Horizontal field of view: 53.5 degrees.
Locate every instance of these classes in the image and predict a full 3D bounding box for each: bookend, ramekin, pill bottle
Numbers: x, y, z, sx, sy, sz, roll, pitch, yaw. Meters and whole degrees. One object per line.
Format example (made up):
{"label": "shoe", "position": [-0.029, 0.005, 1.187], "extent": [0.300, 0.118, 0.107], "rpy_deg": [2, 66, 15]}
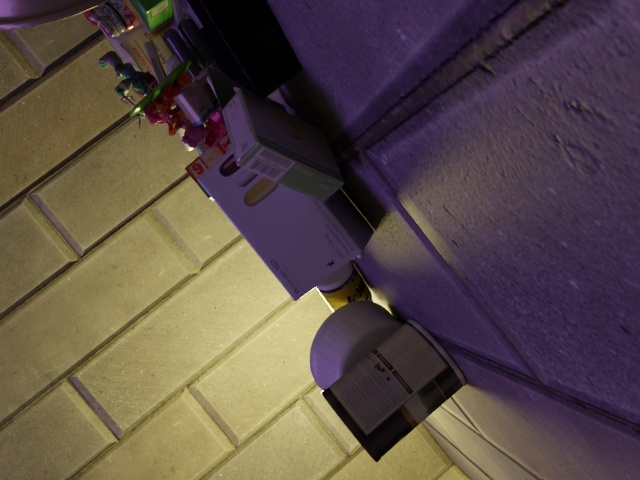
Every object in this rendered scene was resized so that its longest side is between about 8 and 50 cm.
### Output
{"label": "bookend", "position": [-0.120, -0.294, 0.870], "extent": [0.157, 0.072, 0.156], "rpy_deg": [43, 170, 50]}
{"label": "ramekin", "position": [0.123, 0.307, 1.654], "extent": [0.277, 0.277, 0.135], "rpy_deg": [55, 165, -27]}
{"label": "pill bottle", "position": [0.069, 0.142, 1.730], "extent": [0.119, 0.119, 0.208], "rpy_deg": [43, 170, 49]}

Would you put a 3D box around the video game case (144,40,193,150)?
{"label": "video game case", "position": [-0.396, -0.374, 1.673], "extent": [0.227, 0.026, 0.206], "rpy_deg": [88, 160, -70]}

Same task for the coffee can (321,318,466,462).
{"label": "coffee can", "position": [0.170, 0.345, 1.479], "extent": [0.201, 0.275, 0.201], "rpy_deg": [50, 173, 8]}

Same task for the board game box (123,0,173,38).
{"label": "board game box", "position": [-0.442, -0.608, 1.363], "extent": [0.316, 0.064, 0.242], "rpy_deg": [52, 173, -10]}

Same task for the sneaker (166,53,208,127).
{"label": "sneaker", "position": [-0.349, -0.403, 1.655], "extent": [0.169, 0.108, 0.292], "rpy_deg": [44, 172, 28]}

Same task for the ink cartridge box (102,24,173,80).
{"label": "ink cartridge box", "position": [-0.537, -0.576, 1.916], "extent": [0.353, 0.119, 0.207], "rpy_deg": [46, 170, 42]}

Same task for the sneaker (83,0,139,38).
{"label": "sneaker", "position": [-0.584, -0.663, 1.657], "extent": [0.270, 0.145, 0.090], "rpy_deg": [54, 173, -22]}

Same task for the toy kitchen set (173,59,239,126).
{"label": "toy kitchen set", "position": [-0.153, -0.285, 1.198], "extent": [0.122, 0.166, 0.207], "rpy_deg": [55, -151, -22]}

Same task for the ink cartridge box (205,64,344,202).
{"label": "ink cartridge box", "position": [-0.071, -0.178, 0.957], "extent": [0.171, 0.056, 0.235], "rpy_deg": [20, -141, -42]}

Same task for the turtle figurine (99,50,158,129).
{"label": "turtle figurine", "position": [-0.487, -0.400, 1.694], "extent": [0.234, 0.118, 0.175], "rpy_deg": [50, 170, 22]}

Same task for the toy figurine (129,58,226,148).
{"label": "toy figurine", "position": [-0.267, -0.249, 1.278], "extent": [0.159, 0.173, 0.130], "rpy_deg": [46, 149, -12]}

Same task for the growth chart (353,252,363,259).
{"label": "growth chart", "position": [0.000, 0.000, 1.519], "extent": [0.172, 0.021, 0.237], "rpy_deg": [48, 149, -12]}

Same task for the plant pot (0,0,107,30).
{"label": "plant pot", "position": [-0.454, -0.537, 0.942], "extent": [0.334, 0.334, 0.305], "rpy_deg": [45, 160, 41]}

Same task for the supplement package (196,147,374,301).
{"label": "supplement package", "position": [-0.050, -0.058, 1.104], "extent": [0.262, 0.145, 0.204], "rpy_deg": [51, -165, -1]}

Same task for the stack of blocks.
{"label": "stack of blocks", "position": [-0.173, -0.164, 1.470], "extent": [0.087, 0.171, 0.297], "rpy_deg": [51, -176, 8]}

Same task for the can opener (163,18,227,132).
{"label": "can opener", "position": [-0.238, -0.343, 1.378], "extent": [0.280, 0.074, 0.093], "rpy_deg": [56, 172, -36]}

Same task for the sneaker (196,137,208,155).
{"label": "sneaker", "position": [-0.328, -0.274, 2.184], "extent": [0.365, 0.135, 0.150], "rpy_deg": [64, 176, -25]}

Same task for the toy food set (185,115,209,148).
{"label": "toy food set", "position": [-0.334, -0.314, 1.845], "extent": [0.111, 0.104, 0.232], "rpy_deg": [0, -136, -52]}
